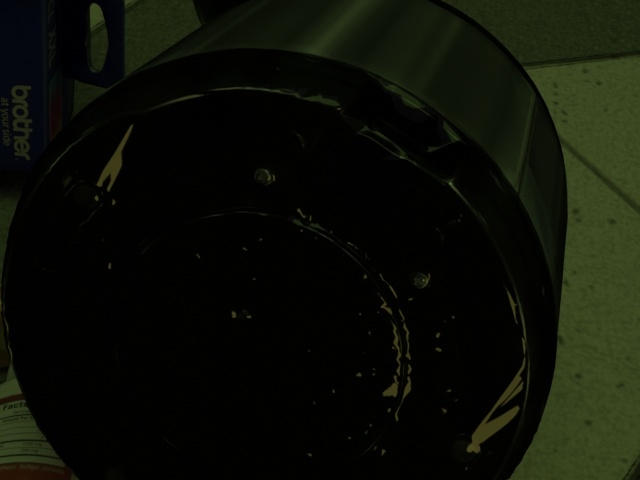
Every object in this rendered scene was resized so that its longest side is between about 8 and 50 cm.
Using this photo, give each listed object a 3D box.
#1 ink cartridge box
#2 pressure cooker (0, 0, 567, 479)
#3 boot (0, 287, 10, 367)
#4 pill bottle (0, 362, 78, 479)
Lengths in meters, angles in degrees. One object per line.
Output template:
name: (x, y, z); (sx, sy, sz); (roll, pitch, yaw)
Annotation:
ink cartridge box: (-0.379, -0.219, 1.158); (0.395, 0.270, 0.151); (4, 33, -4)
pressure cooker: (0.006, 0.000, 0.919); (0.375, 0.370, 0.420); (23, 26, 3)
boot: (-0.352, 0.001, 1.089); (0.295, 0.104, 0.211); (4, 48, 2)
pill bottle: (-0.210, 0.181, 0.929); (0.121, 0.121, 0.216); (5, 47, -2)
